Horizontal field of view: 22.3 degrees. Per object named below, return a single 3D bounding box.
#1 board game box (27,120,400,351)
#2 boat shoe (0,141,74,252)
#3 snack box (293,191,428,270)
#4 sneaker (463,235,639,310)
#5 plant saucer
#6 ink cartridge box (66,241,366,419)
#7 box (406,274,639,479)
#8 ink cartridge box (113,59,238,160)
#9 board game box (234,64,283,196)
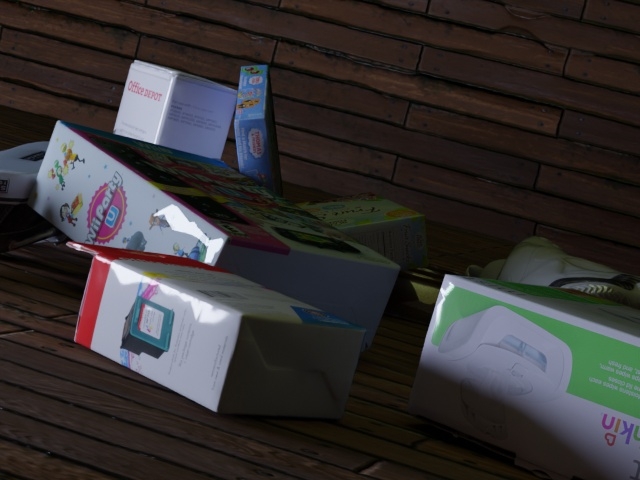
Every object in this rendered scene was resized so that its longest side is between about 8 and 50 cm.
[{"bbox_3d":[-0.108,-0.005,1.562,0.224,0.097,0.303,12,13,-44],"label":"board game box"},{"bbox_3d":[-0.282,-0.042,1.729,0.113,0.105,0.306,10,12,13],"label":"boat shoe"},{"bbox_3d":[0.000,0.000,1.925,0.207,0.070,0.174,-10,14,-18],"label":"snack box"},{"bbox_3d":[0.341,0.078,1.878,0.366,0.137,0.210,6,15,-36],"label":"sneaker"},{"bbox_3d":[0.127,0.061,2.044,0.311,0.050,0.310,15,6,-2],"label":"plant saucer"},{"bbox_3d":[-0.095,0.067,1.272,0.134,0.078,0.231,9,7,-44],"label":"ink cartridge box"},{"bbox_3d":[0.243,0.127,1.302,0.262,0.126,0.231,19,6,35],"label":"box"},{"bbox_3d":[-0.189,-0.094,1.925,0.092,0.218,0.158,11,6,-27],"label":"ink cartridge box"},{"bbox_3d":[-0.068,-0.092,1.820,0.039,0.160,0.211,-5,22,2],"label":"board game box"}]
